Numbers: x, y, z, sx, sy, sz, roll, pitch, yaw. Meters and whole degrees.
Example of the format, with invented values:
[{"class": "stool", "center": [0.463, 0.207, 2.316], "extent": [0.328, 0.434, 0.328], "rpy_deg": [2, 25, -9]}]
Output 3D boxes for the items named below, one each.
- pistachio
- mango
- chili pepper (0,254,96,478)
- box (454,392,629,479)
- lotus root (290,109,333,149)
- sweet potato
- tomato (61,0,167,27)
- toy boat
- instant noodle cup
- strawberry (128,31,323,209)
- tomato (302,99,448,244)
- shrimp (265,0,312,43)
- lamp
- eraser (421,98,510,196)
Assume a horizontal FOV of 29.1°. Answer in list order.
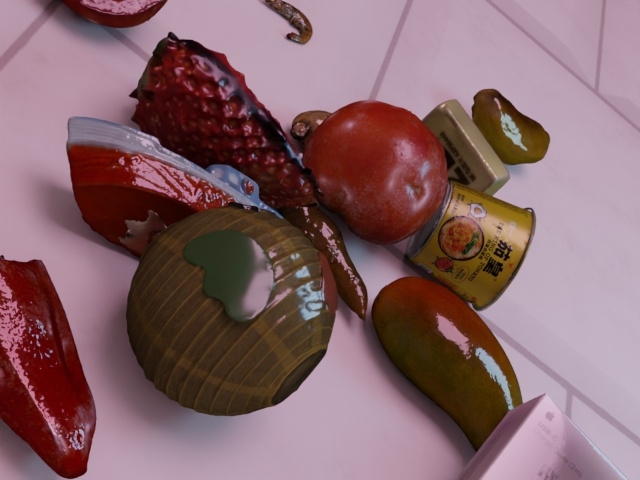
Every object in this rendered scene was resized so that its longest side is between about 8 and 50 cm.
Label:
[{"class": "pistachio", "center": [0.341, -0.200, 2.287], "extent": [0.189, 0.100, 0.110], "rpy_deg": [35, 58, -30]}, {"class": "mango", "center": [0.189, 0.170, 1.735], "extent": [0.289, 0.129, 0.146], "rpy_deg": [49, 29, -2]}, {"class": "chili pepper", "center": [-0.306, 0.133, 1.289], "extent": [0.136, 0.144, 0.253], "rpy_deg": [-28, 83, -21]}, {"class": "box", "center": [0.271, 0.359, 1.585], "extent": [0.203, 0.106, 0.251], "rpy_deg": [46, 57, 0]}, {"class": "lotus root", "center": [0.000, -0.171, 1.929], "extent": [0.152, 0.063, 0.072], "rpy_deg": [-5, 69, -52]}, {"class": "sweet potato", "center": [0.000, 0.000, 1.761], "extent": [0.067, 0.067, 0.274], "rpy_deg": [-13, 64, -51]}, {"class": "tomato", "center": [-0.301, -0.410, 1.790], "extent": [0.200, 0.139, 0.233], "rpy_deg": [30, 72, -11]}, {"class": "toy boat", "center": [-0.181, -0.055, 1.550], "extent": [0.331, 0.145, 0.133], "rpy_deg": [30, 43, -32]}, {"class": "instant noodle cup", "center": [0.225, -0.002, 1.912], "extent": [0.144, 0.182, 0.182], "rpy_deg": [27, 38, -9]}, {"class": "strawberry", "center": [-0.134, -0.127, 1.648], "extent": [0.138, 0.233, 0.306], "rpy_deg": [-45, 94, -16]}, {"class": "tomato", "center": [0.084, -0.109, 1.820], "extent": [0.232, 0.189, 0.232], "rpy_deg": [40, 9, -8]}, {"class": "shrimp", "center": [-0.058, -0.379, 2.108], "extent": [0.114, 0.023, 0.083], "rpy_deg": [34, 39, -24]}, {"class": "lamp", "center": [-0.121, 0.066, 1.425], "extent": [0.284, 0.250, 0.250], "rpy_deg": [40, 33, 16]}, {"class": "eraser", "center": [0.228, -0.138, 2.087], "extent": [0.058, 0.117, 0.172], "rpy_deg": [-16, 68, -47]}]
